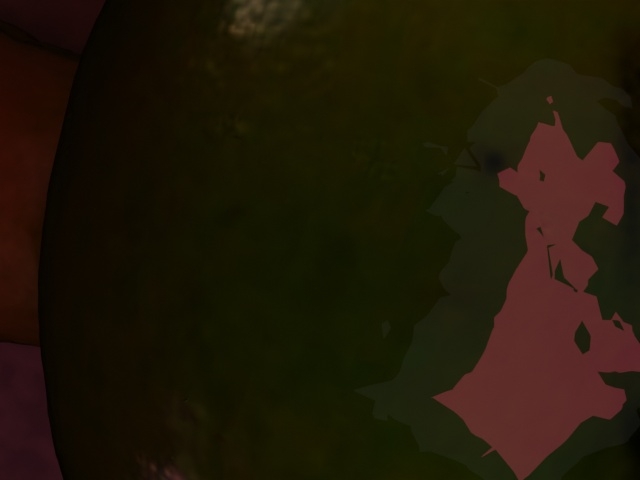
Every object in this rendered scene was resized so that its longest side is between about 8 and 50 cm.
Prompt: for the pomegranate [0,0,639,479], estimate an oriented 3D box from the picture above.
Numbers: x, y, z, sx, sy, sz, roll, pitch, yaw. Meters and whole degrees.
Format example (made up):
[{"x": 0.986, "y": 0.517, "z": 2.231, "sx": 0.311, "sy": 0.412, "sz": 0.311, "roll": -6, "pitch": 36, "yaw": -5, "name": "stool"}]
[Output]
[{"x": 0.000, "y": 0.000, "z": 0.422, "sx": 0.302, "sy": 0.236, "sz": 0.235, "roll": 11, "pitch": 101, "yaw": 10, "name": "pomegranate"}]
